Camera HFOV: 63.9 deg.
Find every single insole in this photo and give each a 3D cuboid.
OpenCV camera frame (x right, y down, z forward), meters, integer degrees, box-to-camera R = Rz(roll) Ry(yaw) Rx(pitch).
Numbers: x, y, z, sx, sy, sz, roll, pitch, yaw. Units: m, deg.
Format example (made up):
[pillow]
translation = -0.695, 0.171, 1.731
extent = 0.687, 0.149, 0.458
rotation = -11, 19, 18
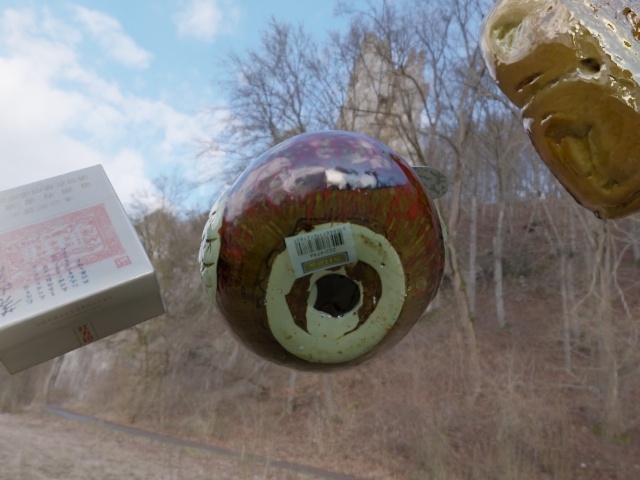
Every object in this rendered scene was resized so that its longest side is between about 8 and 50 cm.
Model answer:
[insole]
translation = 0.179, -0.117, 0.998
extent = 0.193, 0.065, 0.006
rotation = 7, 19, -32

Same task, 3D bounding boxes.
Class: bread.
[bread]
translation = 0.387, -0.212, 0.650
extent = 0.337, 0.328, 0.148
rotation = -16, -16, -32

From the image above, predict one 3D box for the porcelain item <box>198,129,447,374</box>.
[porcelain item]
translation = 0.000, 0.000, 0.536
extent = 0.252, 0.253, 0.253
rotation = 8, -23, 4

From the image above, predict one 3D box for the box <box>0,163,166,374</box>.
[box]
translation = -0.247, 0.013, 0.492
extent = 0.141, 0.201, 0.058
rotation = -21, -44, -22
